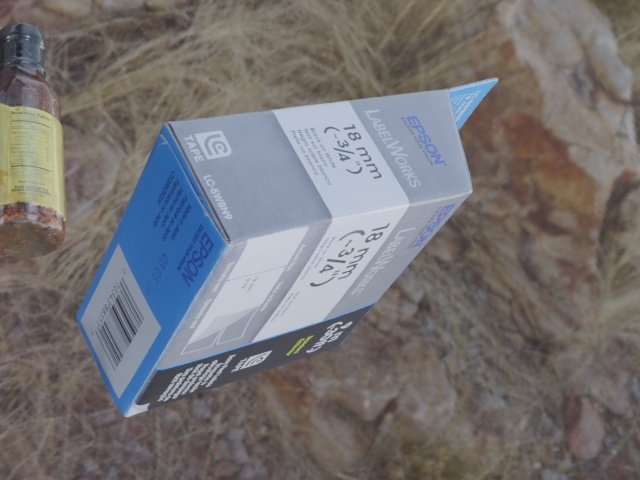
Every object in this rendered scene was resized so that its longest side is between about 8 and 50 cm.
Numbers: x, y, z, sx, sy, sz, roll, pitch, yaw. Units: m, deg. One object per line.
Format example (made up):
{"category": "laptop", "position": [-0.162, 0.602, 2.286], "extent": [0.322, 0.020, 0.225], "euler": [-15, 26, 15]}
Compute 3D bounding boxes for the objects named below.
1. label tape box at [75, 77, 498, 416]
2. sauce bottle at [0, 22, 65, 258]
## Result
{"category": "label tape box", "position": [0.000, 0.000, 0.799], "extent": [0.333, 0.241, 0.106], "euler": [-14, 63, -37]}
{"category": "sauce bottle", "position": [-0.153, -0.054, 0.509], "extent": [0.042, 0.042, 0.128], "euler": [18, 49, -40]}
